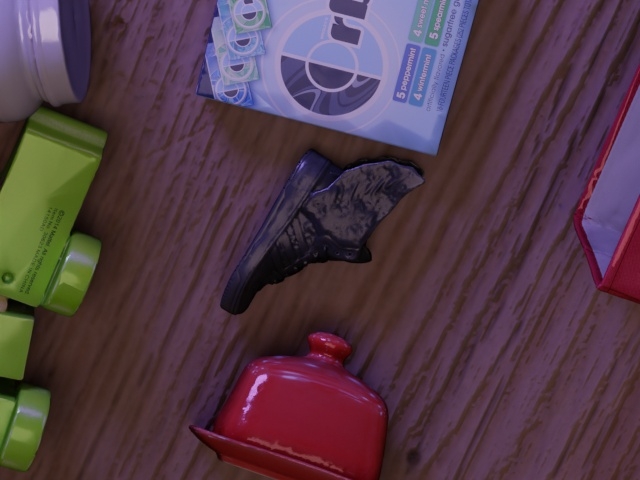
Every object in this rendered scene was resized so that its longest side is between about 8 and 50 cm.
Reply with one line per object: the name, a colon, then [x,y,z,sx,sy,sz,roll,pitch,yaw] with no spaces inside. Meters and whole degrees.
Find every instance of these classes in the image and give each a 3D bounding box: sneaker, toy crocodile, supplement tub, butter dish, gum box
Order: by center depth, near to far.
supplement tub: [-0.272,-0.153,1.406,0.199,0.144,0.144,-3,106,4]
gum box: [0.016,-0.161,1.442,0.184,0.041,0.157,14,107,-2]
sneaker: [0.000,0.000,1.484,0.089,0.051,0.170,30,102,-1]
butter dish: [-0.009,0.127,1.488,0.160,0.160,0.118,20,83,-2]
toy crocodile: [-0.247,0.060,1.496,0.115,0.105,0.340,16,103,-13]

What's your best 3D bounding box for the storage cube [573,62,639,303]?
storage cube: [0.307,-0.040,1.388,0.193,0.183,0.215,20,106,-4]
